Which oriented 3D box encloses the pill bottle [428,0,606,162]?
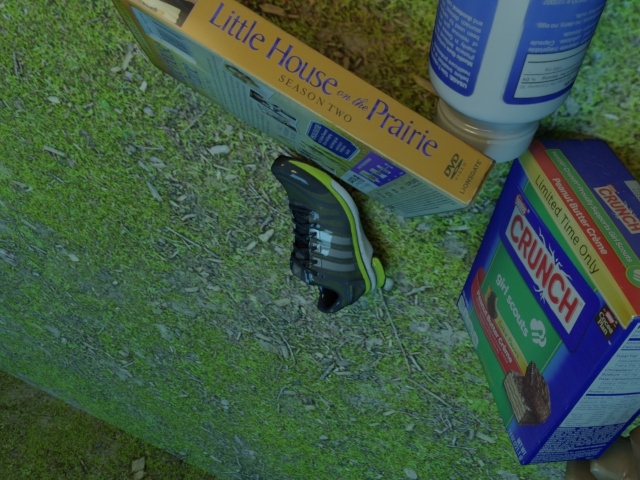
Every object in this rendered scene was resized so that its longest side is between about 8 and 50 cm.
[{"bbox_3d":[0.189,-0.213,0.641,0.152,0.152,0.272,18,142,12],"label":"pill bottle"}]

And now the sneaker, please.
[{"bbox_3d":[0.000,0.000,0.995,0.111,0.121,0.300,23,150,52],"label":"sneaker"}]

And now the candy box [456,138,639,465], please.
[{"bbox_3d":[0.297,0.080,0.794,0.122,0.268,0.317,-2,136,-12],"label":"candy box"}]

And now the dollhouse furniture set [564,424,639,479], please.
[{"bbox_3d":[0.508,0.248,0.779,0.256,0.394,0.362,24,142,3],"label":"dollhouse furniture set"}]

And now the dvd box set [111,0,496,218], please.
[{"bbox_3d":[-0.028,-0.161,0.777,0.420,0.062,0.307,31,177,-3],"label":"dvd box set"}]
